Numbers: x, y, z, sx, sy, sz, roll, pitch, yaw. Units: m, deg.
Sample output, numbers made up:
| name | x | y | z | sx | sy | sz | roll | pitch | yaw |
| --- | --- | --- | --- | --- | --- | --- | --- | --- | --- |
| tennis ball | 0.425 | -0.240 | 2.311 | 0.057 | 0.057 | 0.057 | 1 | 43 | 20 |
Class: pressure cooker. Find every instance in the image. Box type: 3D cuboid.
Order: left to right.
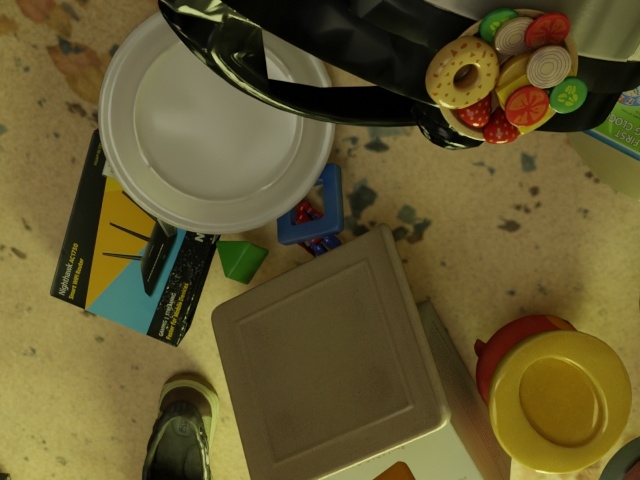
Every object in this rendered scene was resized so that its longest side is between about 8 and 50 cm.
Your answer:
| name | x | y | z | sx | sy | sz | roll | pitch | yaw |
| --- | --- | --- | --- | --- | --- | --- | --- | --- | --- |
| pressure cooker | 0.085 | -0.260 | 0.764 | 0.370 | 0.375 | 0.420 | 23 | 116 | -1 |

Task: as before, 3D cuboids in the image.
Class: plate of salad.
| name | x | y | z | sx | sy | sz | roll | pitch | yaw |
| --- | --- | --- | --- | --- | --- | --- | --- | --- | --- |
| plate of salad | -0.087 | -0.105 | 1.026 | 0.200 | 0.048 | 0.199 | -1 | 100 | -7 |

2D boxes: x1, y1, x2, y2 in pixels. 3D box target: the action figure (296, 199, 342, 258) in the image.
| name | x | y | z | sx | sy | sz | roll | pitch | yaw |
| --- | --- | --- | --- | --- | --- | --- | --- | --- | --- |
| action figure | 0.000 | 0.000 | 1.089 | 0.038 | 0.030 | 0.115 | -41 | 95 | 19 |

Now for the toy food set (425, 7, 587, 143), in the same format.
| name | x | y | z | sx | sy | sz | roll | pitch | yaw |
| --- | --- | --- | --- | --- | --- | --- | --- | --- | --- |
| toy food set | 0.102 | -0.088 | 0.653 | 0.082 | 0.020 | 0.083 | -33 | 127 | 10 |

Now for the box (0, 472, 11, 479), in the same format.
| name | x | y | z | sx | sy | sz | roll | pitch | yaw |
| --- | --- | --- | --- | --- | --- | --- | --- | --- | --- |
| box | -0.400 | 0.462 | 1.179 | 0.097 | 0.395 | 0.318 | -1 | 112 | 15 |

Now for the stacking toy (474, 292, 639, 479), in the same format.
| name | x | y | z | sx | sy | sz | roll | pitch | yaw |
| --- | --- | --- | --- | --- | --- | --- | --- | --- | --- |
| stacking toy | 0.306 | 0.137 | 1.067 | 0.279 | 0.130 | 0.309 | -43 | 103 | -2 |

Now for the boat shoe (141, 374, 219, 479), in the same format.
| name | x | y | z | sx | sy | sz | roll | pitch | yaw |
| --- | --- | --- | --- | --- | --- | --- | --- | --- | --- |
| boat shoe | -0.144 | 0.242 | 1.202 | 0.080 | 0.073 | 0.223 | 11 | 115 | 8 |

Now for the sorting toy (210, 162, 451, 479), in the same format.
| name | x | y | z | sx | sy | sz | roll | pitch | yaw |
| --- | --- | --- | --- | --- | --- | --- | --- | --- | --- |
| sorting toy | 0.008 | 0.106 | 1.011 | 0.196 | 0.047 | 0.347 | -28 | 62 | 23 |

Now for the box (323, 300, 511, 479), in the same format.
| name | x | y | z | sx | sy | sz | roll | pitch | yaw |
| --- | --- | --- | --- | --- | --- | --- | --- | --- | --- |
| box | 0.056 | 0.182 | 1.106 | 0.181 | 0.119 | 0.182 | -25 | 106 | 21 |

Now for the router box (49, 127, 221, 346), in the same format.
| name | x | y | z | sx | sy | sz | roll | pitch | yaw |
| --- | --- | --- | --- | --- | --- | --- | --- | --- | --- |
| router box | -0.162 | -0.006 | 1.112 | 0.133 | 0.046 | 0.179 | 22 | 116 | 3 |

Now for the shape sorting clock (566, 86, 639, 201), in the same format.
| name | x | y | z | sx | sy | sz | roll | pitch | yaw |
| --- | --- | --- | --- | --- | --- | --- | --- | --- | --- |
| shape sorting clock | 0.292 | -0.120 | 0.963 | 0.206 | 0.040 | 0.206 | 6 | 113 | 16 |
